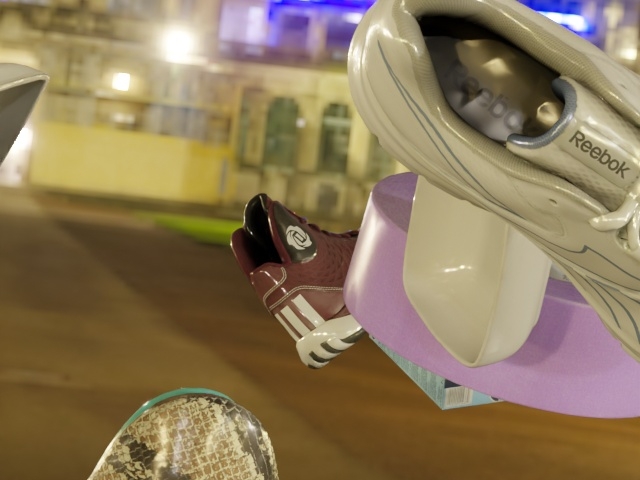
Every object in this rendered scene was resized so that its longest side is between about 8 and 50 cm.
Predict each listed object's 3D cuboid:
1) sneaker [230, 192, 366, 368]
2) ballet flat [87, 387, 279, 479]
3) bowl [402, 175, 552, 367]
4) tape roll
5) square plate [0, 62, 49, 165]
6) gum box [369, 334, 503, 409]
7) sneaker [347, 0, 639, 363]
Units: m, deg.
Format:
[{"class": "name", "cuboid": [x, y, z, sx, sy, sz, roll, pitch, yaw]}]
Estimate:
[{"class": "sneaker", "cuboid": [0.000, 0.000, 1.792, 0.162, 0.106, 0.281, 47, 25, -7]}, {"class": "ballet flat", "cuboid": [-0.143, 0.328, 1.329, 0.164, 0.483, 0.182, 13, 39, -20]}, {"class": "bowl", "cuboid": [0.109, 0.000, 1.165, 0.053, 0.142, 0.142, 0, 24, -19]}, {"class": "tape roll", "cuboid": [0.160, 0.036, 1.392, 0.274, 0.090, 0.275, 13, 18, -4]}, {"class": "square plate", "cuboid": [-0.423, -0.054, 1.500, 0.344, 0.049, 0.347, -18, -8, -23]}, {"class": "gum box", "cuboid": [0.162, 0.120, 1.957, 0.157, 0.041, 0.184, -6, 25, -23]}, {"class": "sneaker", "cuboid": [0.134, -0.015, 0.765, 0.297, 0.111, 0.129, 32, 1, 5]}]
